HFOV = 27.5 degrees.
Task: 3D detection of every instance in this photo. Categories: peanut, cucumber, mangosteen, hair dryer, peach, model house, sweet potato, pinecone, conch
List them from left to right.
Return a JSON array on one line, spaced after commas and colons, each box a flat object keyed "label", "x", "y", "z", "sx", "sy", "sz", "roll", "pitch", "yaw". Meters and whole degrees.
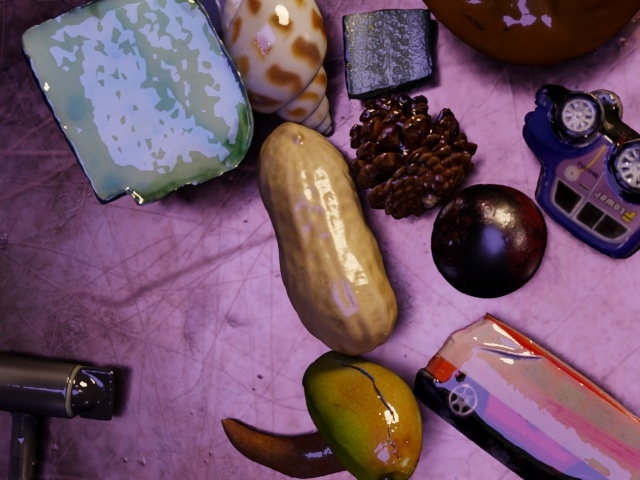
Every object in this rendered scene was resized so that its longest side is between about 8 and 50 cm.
[{"label": "hair dryer", "x": -0.380, "y": 0.283, "z": 1.781, "sx": 0.195, "sy": 0.078, "sz": 0.248, "roll": 7, "pitch": 99, "yaw": 11}, {"label": "model house", "x": -0.231, "y": -0.178, "z": 1.694, "sx": 0.226, "sy": 0.241, "sz": 0.261, "roll": -27, "pitch": 94, "yaw": -10}, {"label": "conch", "x": -0.072, "y": -0.255, "z": 1.693, "sx": 0.148, "sy": 0.182, "sz": 0.275, "roll": -21, "pitch": 98, "yaw": -29}, {"label": "sweet potato", "x": -0.010, "y": 0.272, "z": 1.708, "sx": 0.255, "sy": 0.058, "sz": 0.078, "roll": -2, "pitch": 71, "yaw": 13}, {"label": "peanut", "x": 0.000, "y": 0.000, "z": 1.672, "sx": 0.147, "sy": 0.147, "sz": 0.319, "roll": -25, "pitch": 74, "yaw": 9}, {"label": "cucumber", "x": 0.089, "y": -0.244, "z": 1.702, "sx": 0.116, "sy": 0.062, "sz": 0.115, "roll": -4, "pitch": 89, "yaw": 4}, {"label": "pinecone", "x": 0.109, "y": -0.111, "z": 1.652, "sx": 0.173, "sy": 0.173, "sz": 0.174, "roll": 0, "pitch": 88, "yaw": 11}, {"label": "mangosteen", "x": 0.216, "y": 0.003, "z": 1.636, "sx": 0.152, "sy": 0.152, "sz": 0.152, "roll": 0, "pitch": 88, "yaw": 11}, {"label": "peach", "x": 0.264, "y": -0.385, "z": 1.540, "sx": 0.342, "sy": 0.343, "sz": 0.302, "roll": 9, "pitch": 56, "yaw": 11}]

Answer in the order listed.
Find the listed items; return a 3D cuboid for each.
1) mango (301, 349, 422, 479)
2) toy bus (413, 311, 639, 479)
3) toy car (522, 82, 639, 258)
[{"label": "mango", "x": 0.052, "y": 0.210, "z": 1.634, "sx": 0.125, "sy": 0.111, "sz": 0.233, "roll": -24, "pitch": 40, "yaw": -6}, {"label": "toy bus", "x": 0.271, "y": 0.218, "z": 1.620, "sx": 0.302, "sy": 0.127, "sz": 0.147, "roll": 37, "pitch": 90, "yaw": 12}, {"label": "toy car", "x": 0.341, "y": -0.087, "z": 1.602, "sx": 0.235, "sy": 0.172, "sz": 0.158, "roll": 41, "pitch": 110, "yaw": 14}]
